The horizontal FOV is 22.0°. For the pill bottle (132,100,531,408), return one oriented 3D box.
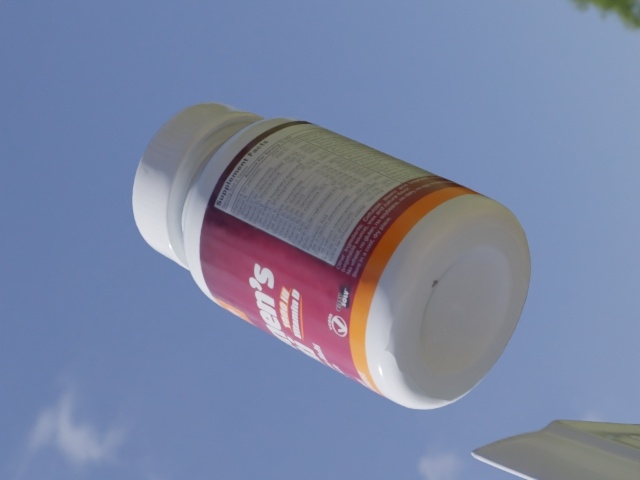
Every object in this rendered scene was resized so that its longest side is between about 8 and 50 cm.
[{"bbox_3d":[0.000,0.000,0.935,0.221,0.121,0.121,25,176,40],"label":"pill bottle"}]

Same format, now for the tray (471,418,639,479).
[{"bbox_3d":[0.219,0.123,0.864,0.270,0.145,0.030,9,-87,-44],"label":"tray"}]
